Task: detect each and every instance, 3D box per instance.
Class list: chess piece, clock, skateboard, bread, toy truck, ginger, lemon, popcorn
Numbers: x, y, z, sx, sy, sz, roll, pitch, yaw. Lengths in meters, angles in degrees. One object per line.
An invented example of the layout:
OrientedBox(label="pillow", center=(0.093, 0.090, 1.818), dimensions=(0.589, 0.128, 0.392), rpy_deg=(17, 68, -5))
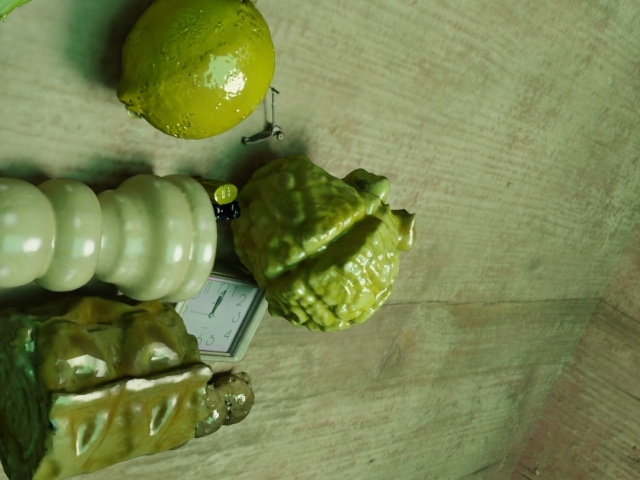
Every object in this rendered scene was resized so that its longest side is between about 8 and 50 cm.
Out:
OrientedBox(label="chess piece", center=(-0.288, -0.004, 0.997), dimensions=(0.299, 0.167, 0.167), rpy_deg=(1, 115, -43))
OrientedBox(label="clock", center=(-0.174, 0.103, 1.262), dimensions=(0.192, 0.071, 0.147), rpy_deg=(16, 104, -53))
OrientedBox(label="skateboard", center=(-0.083, -0.179, 1.197), dimensions=(0.063, 0.032, 0.083), rpy_deg=(-20, 134, -27))
OrientedBox(label="bread", center=(-0.291, 0.181, 1.078), dimensions=(0.252, 0.239, 0.196), rpy_deg=(-16, 165, -49))
OrientedBox(label="toy truck", center=(-0.154, -0.058, 1.157), dimensions=(0.049, 0.083, 0.054), rpy_deg=(-15, 112, -43))
OrientedBox(label="ginger", center=(-0.193, 0.282, 1.367), dimensions=(0.204, 0.080, 0.104), rpy_deg=(-12, 131, -47))
OrientedBox(label="lemon", center=(-0.145, -0.206, 0.980), dimensions=(0.206, 0.173, 0.173), rpy_deg=(-33, 138, -18))
OrientedBox(label="popcorn", center=(0.000, 0.000, 1.216), dimensions=(0.224, 0.270, 0.258), rpy_deg=(89, 12, -62))

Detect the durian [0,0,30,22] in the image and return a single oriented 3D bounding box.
OrientedBox(label="durian", center=(-0.300, -0.358, 0.754), dimensions=(0.394, 0.163, 0.198), rpy_deg=(-66, 175, 20))
